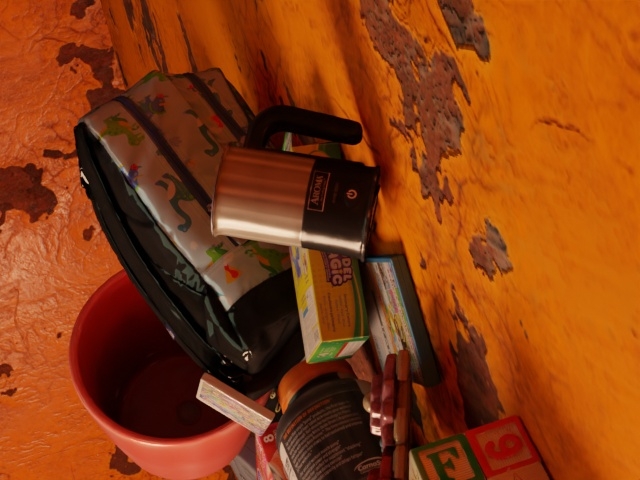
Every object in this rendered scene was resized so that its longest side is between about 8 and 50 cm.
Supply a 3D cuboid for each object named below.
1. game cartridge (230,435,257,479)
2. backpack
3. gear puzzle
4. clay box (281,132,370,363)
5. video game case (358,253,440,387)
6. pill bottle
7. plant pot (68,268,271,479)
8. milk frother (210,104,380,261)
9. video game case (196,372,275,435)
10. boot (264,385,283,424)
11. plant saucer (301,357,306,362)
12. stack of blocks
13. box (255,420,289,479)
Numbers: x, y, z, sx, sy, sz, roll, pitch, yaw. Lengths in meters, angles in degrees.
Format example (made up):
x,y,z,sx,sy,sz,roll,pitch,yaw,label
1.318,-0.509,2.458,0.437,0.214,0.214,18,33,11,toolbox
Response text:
x,y,z,sx,sy,sz,roll,pitch,yaw,label
-0.069,0.429,2.203,0.297,0.062,0.198,20,134,67,game cartridge
-0.134,-0.024,1.528,0.355,0.273,0.290,40,165,11,backpack
0.049,0.271,1.124,0.175,0.044,0.339,77,-164,-70,gear puzzle
0.000,0.000,1.310,0.127,0.053,0.222,117,146,-74,clay box
0.067,0.071,1.240,0.166,0.015,0.119,176,78,-79,video game case
0.033,0.229,1.345,0.130,0.130,0.245,84,165,-45,pill bottle
-0.187,0.192,1.797,0.243,0.275,0.275,94,156,-60,plant pot
-0.017,-0.033,1.179,0.143,0.135,0.129,93,-172,-54,milk frother
-0.094,0.180,1.459,0.087,0.011,0.122,30,163,1,video game case
-0.052,0.214,1.883,0.236,0.085,0.178,138,117,-76,boot
-0.034,0.109,1.751,0.195,0.037,0.195,164,90,-79,plant saucer
0.137,0.293,1.026,0.297,0.087,0.171,86,164,-50,stack of blocks
-0.009,0.323,1.719,0.257,0.122,0.128,94,157,-62,box
